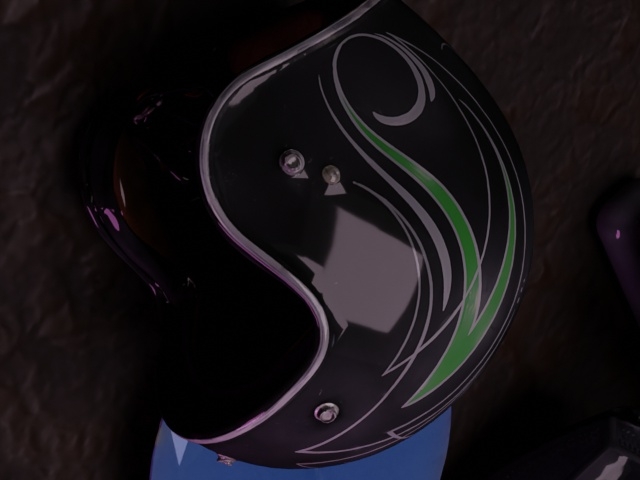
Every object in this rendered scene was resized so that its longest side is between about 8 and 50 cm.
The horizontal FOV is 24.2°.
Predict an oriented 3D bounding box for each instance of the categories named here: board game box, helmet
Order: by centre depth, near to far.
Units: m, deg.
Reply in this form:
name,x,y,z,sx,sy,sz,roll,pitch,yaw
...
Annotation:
name,x,y,z,sx,sy,sz,roll,pitch,yaw
helmet,0.000,0.000,0.571,0.169,0.169,0.161,-32,106,-23
board game box,-0.014,0.091,0.679,0.169,0.033,0.133,-28,116,-31

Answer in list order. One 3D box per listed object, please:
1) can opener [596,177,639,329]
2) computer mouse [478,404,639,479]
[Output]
name,x,y,z,sx,sy,sz,roll,pitch,yaw
can opener,0.213,0.092,0.816,0.093,0.074,0.280,-37,125,-19
computer mouse,0.127,0.162,0.766,0.272,0.072,0.188,-36,119,-8
